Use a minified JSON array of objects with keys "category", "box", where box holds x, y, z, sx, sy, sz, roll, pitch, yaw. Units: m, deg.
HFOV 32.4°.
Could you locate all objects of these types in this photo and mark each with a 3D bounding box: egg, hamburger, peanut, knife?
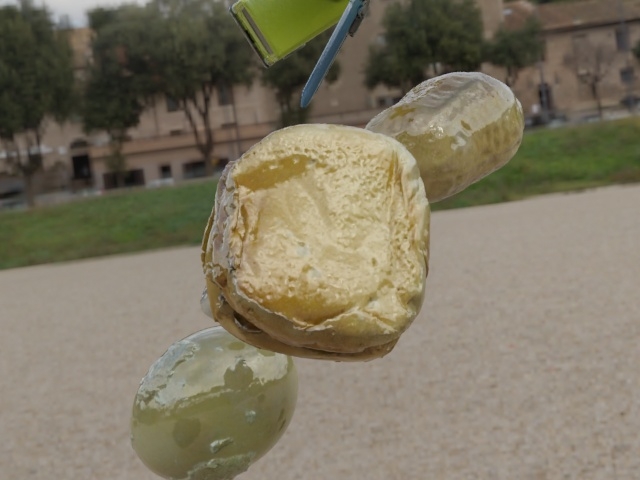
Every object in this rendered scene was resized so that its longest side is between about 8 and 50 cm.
[{"category":"egg","box":[-0.116,0.179,1.205,0.201,0.164,0.164,-38,1,3]},{"category":"hamburger","box":[0.002,0.000,0.940,0.214,0.213,0.108,-9,-22,-21]},{"category":"peanut","box":[0.133,-0.116,1.221,0.129,0.129,0.224,-5,16,47]},{"category":"knife","box":[0.024,-0.236,1.293,0.026,0.044,0.296,27,-27,-4]}]

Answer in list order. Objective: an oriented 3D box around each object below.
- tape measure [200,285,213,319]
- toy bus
[{"category":"tape measure","box":[-0.077,0.007,1.713,0.130,0.258,0.265,33,-39,-12]},{"category":"toy bus","box":[-0.005,-0.406,1.812,0.262,0.128,0.150,-34,9,-8]}]
